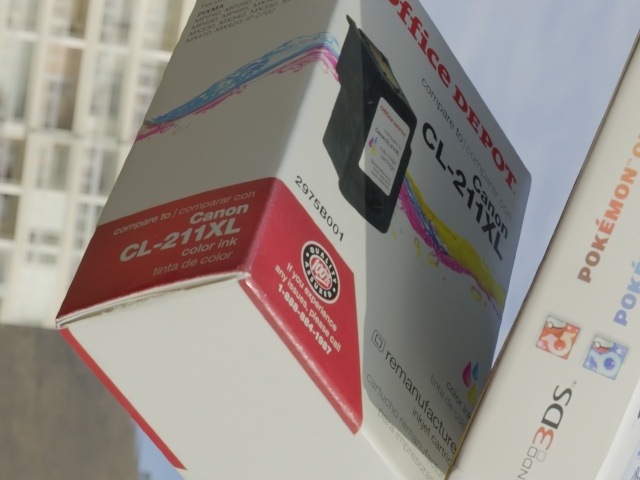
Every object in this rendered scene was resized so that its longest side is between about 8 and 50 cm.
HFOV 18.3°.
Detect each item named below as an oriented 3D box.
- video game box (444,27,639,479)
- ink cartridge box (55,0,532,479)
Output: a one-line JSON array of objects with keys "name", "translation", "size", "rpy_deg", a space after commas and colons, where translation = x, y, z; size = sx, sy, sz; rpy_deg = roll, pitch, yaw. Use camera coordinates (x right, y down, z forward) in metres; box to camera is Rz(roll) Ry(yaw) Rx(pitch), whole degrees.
[{"name": "video game box", "translation": [0.113, 0.016, 0.637], "size": [0.187, 0.048, 0.205], "rpy_deg": [-64, 160, -1]}, {"name": "ink cartridge box", "translation": [0.000, 0.000, 0.650], "size": [0.072, 0.127, 0.175], "rpy_deg": [-16, -143, 30]}]
